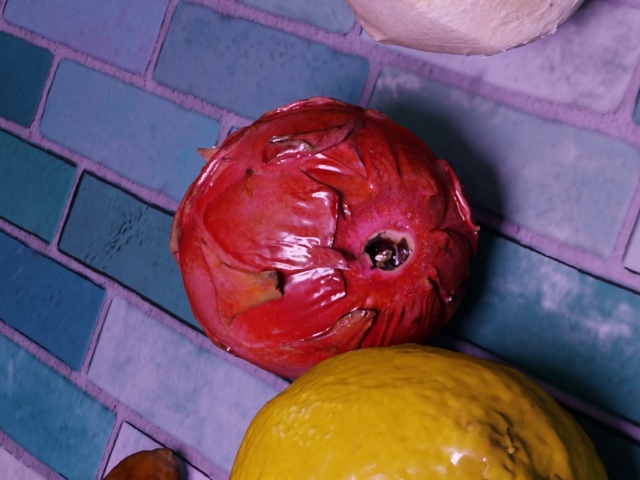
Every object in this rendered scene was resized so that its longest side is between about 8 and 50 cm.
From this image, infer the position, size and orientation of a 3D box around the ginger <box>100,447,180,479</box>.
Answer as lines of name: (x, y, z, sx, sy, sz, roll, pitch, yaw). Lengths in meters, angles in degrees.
ginger: (-0.219, 0.355, 1.645, 0.358, 0.152, 0.274, -64, 21, 11)

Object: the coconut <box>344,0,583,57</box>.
coconut: (0.111, -0.256, 1.393, 0.247, 0.245, 0.245, -51, 45, 27)

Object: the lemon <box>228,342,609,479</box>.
lemon: (0.070, 0.195, 1.283, 0.319, 0.245, 0.245, 2, 80, 43)

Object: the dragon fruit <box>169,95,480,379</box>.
dragon fruit: (0.002, 0.001, 1.436, 0.252, 0.241, 0.241, 22, 94, 42)
